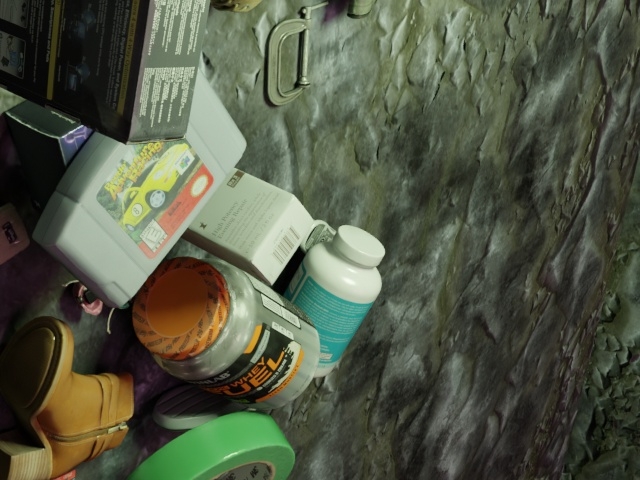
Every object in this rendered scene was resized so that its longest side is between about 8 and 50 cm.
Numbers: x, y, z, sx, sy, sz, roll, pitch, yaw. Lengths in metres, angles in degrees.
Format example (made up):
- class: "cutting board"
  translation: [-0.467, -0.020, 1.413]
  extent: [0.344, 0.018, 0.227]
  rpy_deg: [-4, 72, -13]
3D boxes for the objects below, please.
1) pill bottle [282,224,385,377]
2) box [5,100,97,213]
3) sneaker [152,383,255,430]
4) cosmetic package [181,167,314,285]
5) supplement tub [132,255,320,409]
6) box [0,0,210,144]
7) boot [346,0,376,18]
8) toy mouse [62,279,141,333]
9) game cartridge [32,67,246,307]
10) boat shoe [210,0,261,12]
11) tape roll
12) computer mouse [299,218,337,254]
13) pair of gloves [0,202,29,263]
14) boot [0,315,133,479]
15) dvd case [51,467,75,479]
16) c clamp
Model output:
- class: "pill bottle"
  translation: [0.013, 0.104, 1.777]
  extent: [0.146, 0.146, 0.264]
  rpy_deg: [-8, 134, -53]
- class: "box"
  translation: [-0.276, -0.131, 1.292]
  extent: [0.207, 0.108, 0.153]
  rpy_deg: [-40, 141, -34]
- class: "sneaker"
  translation: [-0.187, 0.299, 1.728]
  extent: [0.258, 0.094, 0.091]
  rpy_deg: [-6, 121, -51]
- class: "cosmetic package"
  translation: [-0.136, -0.039, 1.439]
  extent: [0.117, 0.231, 0.085]
  rpy_deg: [-57, 147, -14]
- class: "supplement tub"
  translation: [-0.146, 0.146, 1.588]
  extent: [0.193, 0.194, 0.316]
  rpy_deg: [-61, 147, -6]
- class: "box"
  translation: [-0.243, -0.330, 1.008]
  extent: [0.097, 0.318, 0.394]
  rpy_deg: [-13, 121, -51]
- class: "boot"
  translation: [0.062, -0.414, 1.551]
  extent: [0.246, 0.084, 0.161]
  rpy_deg: [-59, 155, -55]
- class: "toy mouse"
  translation: [-0.310, 0.067, 1.450]
  extent: [0.161, 0.031, 0.143]
  rpy_deg: [-24, 129, -46]
- class: "game cartridge"
  translation: [-0.221, -0.075, 1.261]
  extent: [0.294, 0.060, 0.196]
  rpy_deg: [-54, 144, -15]
- class: "boat shoe"
  translation: [-0.111, -0.366, 1.361]
  extent: [0.324, 0.123, 0.119]
  rpy_deg: [-34, 142, -39]
- class: "tape roll"
  translation: [-0.197, 0.419, 1.699]
  extent: [0.321, 0.077, 0.321]
  rpy_deg: [-28, 151, -17]
- class: "computer mouse"
  translation: [0.000, 0.000, 1.843]
  extent: [0.106, 0.042, 0.193]
  rpy_deg: [-58, 153, -2]
- class: "pair of gloves"
  translation: [-0.459, -0.015, 1.173]
  extent: [0.204, 0.042, 0.240]
  rpy_deg: [-51, 147, -27]
- class: "boot"
  translation: [-0.343, 0.218, 1.429]
  extent: [0.220, 0.109, 0.283]
  rpy_deg: [-9, 120, -51]
- class: "dvd case"
  translation: [-0.415, 0.395, 1.540]
  extent: [0.087, 0.013, 0.119]
  rpy_deg: [-21, 127, -47]
- class: "c clamp"
  translation: [-0.036, -0.296, 1.604]
  extent: [0.137, 0.022, 0.160]
  rpy_deg: [-22, 128, -47]
